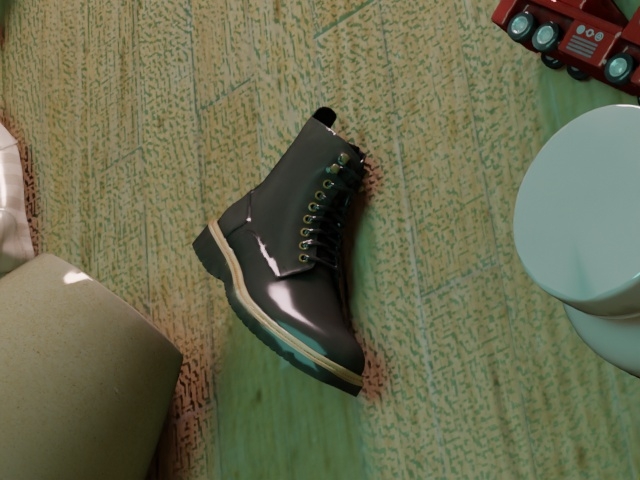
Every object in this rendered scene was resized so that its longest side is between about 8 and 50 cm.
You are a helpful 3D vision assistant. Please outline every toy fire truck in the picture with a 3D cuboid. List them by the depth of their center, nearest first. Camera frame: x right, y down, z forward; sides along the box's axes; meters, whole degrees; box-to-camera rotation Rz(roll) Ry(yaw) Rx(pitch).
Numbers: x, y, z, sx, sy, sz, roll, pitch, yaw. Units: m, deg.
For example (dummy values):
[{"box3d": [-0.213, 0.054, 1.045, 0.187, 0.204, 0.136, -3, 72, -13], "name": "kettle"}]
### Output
[{"box3d": [0.176, -0.168, 1.001, 0.192, 0.047, 0.135, 33, 94, 47], "name": "toy fire truck"}]

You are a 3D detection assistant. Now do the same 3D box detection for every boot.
[{"box3d": [0.000, 0.000, 1.080, 0.137, 0.077, 0.198, -51, 45, 7], "name": "boot"}]

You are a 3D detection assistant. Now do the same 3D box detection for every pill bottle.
[{"box3d": [0.190, 0.018, 0.770, 0.121, 0.216, 0.121, -22, 56, 36], "name": "pill bottle"}]

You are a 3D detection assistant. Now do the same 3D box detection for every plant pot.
[{"box3d": [-0.228, 0.152, 1.127, 0.256, 0.256, 0.274, 21, 71, 48], "name": "plant pot"}]

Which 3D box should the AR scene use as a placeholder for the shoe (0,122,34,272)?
[{"box3d": [-0.290, -0.049, 1.409, 0.077, 0.058, 0.219, -60, 34, 35], "name": "shoe"}]
